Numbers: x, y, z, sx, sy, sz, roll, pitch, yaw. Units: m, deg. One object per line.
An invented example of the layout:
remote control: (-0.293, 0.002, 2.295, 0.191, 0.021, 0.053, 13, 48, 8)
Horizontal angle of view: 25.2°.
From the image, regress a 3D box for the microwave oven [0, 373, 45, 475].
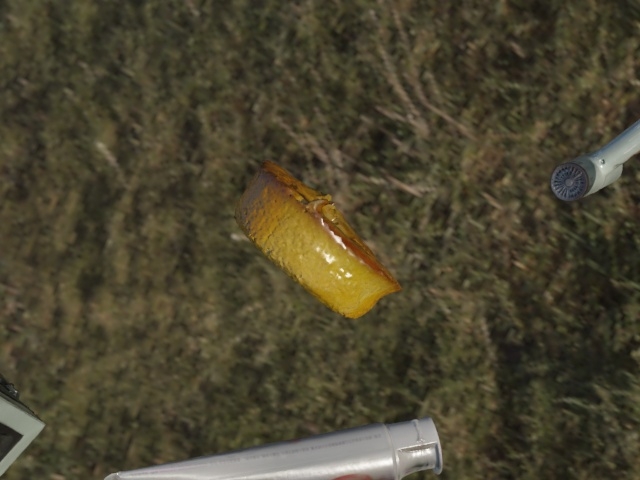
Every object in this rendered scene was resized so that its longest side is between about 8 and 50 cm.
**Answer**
microwave oven: (-0.336, 0.123, 1.150, 0.162, 0.208, 0.122, 39, 81, 19)

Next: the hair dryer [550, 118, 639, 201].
hair dryer: (0.332, -0.108, 1.475, 0.183, 0.155, 0.044, -37, 84, 24)

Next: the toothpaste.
toothpaste: (-0.045, 0.229, 1.384, 0.323, 0.100, 0.066, -10, 42, -10)

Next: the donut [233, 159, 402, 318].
donut: (-0.002, -0.001, 1.912, 0.118, 0.253, 0.253, -52, 44, 5)
